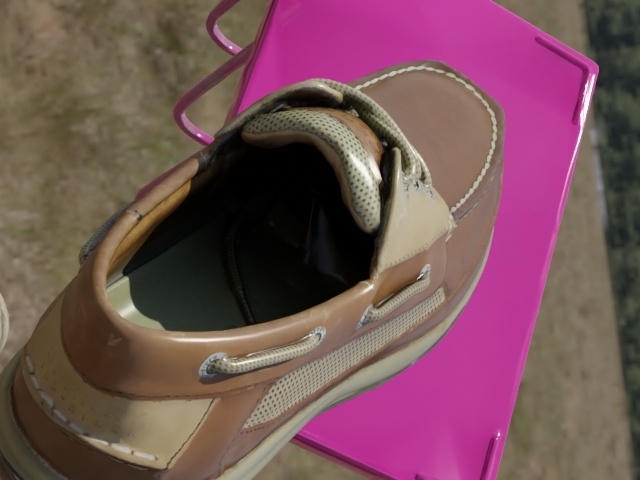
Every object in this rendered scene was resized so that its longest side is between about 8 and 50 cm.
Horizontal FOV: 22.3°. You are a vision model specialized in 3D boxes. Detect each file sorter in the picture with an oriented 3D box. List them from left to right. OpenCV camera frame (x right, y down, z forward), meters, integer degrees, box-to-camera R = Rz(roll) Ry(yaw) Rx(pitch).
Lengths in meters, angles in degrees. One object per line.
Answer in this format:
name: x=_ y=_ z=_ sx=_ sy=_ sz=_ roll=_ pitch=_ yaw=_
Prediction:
file sorter: x=0.000 y=0.000 z=0.944 sx=0.182 sy=0.202 sz=0.290 roll=-28 pitch=-141 yaw=57

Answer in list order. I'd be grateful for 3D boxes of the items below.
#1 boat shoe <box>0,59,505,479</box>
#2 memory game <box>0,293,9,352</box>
boat shoe: x=-0.002 y=-0.001 z=0.668 sx=0.324 sy=0.122 sz=0.120 roll=-44 pitch=165 yaw=-48
memory game: x=-0.183 y=0.016 z=0.510 sx=0.012 sy=0.186 sz=0.186 roll=-46 pitch=128 yaw=-67
